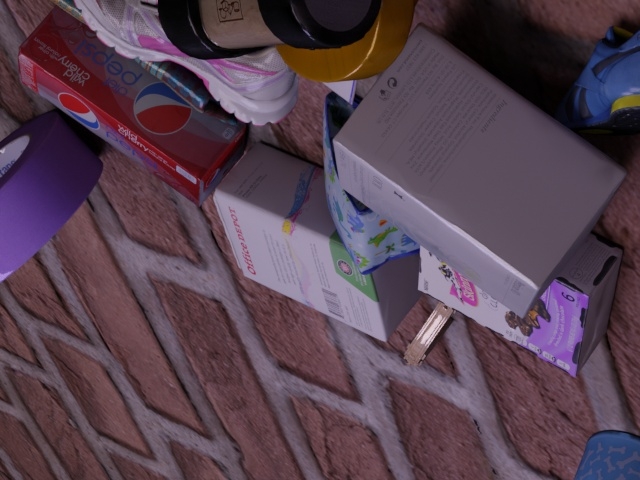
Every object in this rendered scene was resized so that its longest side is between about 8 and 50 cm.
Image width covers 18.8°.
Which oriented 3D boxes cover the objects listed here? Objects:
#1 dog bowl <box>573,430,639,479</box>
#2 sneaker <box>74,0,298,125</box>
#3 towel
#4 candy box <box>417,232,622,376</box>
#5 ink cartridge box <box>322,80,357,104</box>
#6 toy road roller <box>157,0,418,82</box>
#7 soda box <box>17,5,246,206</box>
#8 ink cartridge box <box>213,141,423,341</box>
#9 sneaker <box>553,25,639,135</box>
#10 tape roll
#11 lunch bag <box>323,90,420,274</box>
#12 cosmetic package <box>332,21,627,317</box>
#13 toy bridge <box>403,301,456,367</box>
[{"bbox_3d":[0.405,0.340,2.183,0.297,0.074,0.166,40,154,-2],"label":"dog bowl"},{"bbox_3d":[-0.119,-0.219,1.850,0.252,0.103,0.111,28,141,-3],"label":"sneaker"},{"bbox_3d":[-0.246,-0.242,2.020,0.370,0.040,0.271,37,-176,4],"label":"towel"},{"bbox_3d":[0.198,0.030,1.963,0.196,0.070,0.165,29,153,19],"label":"candy box"},{"bbox_3d":[-0.032,-0.250,1.848,0.208,0.045,0.206,36,154,13],"label":"ink cartridge box"},{"bbox_3d":[0.004,-0.297,1.611,0.202,0.240,0.329,1,98,53],"label":"toy road roller"},{"bbox_3d":[-0.213,-0.157,2.181,0.263,0.092,0.083,35,161,9],"label":"soda box"},{"bbox_3d":[0.000,0.000,2.154,0.212,0.093,0.154,22,148,30],"label":"ink cartridge box"},{"bbox_3d":[0.253,-0.135,1.652,0.069,0.082,0.209,0,174,-12],"label":"sneaker"},{"bbox_3d":[-0.402,-0.038,2.417,0.090,0.275,0.275,47,153,-18],"label":"tape roll"},{"bbox_3d":[0.046,-0.065,1.991,0.129,0.096,0.151,87,157,-57],"label":"lunch bag"},{"bbox_3d":[0.140,-0.055,1.755,0.225,0.138,0.224,35,174,7],"label":"cosmetic package"},{"bbox_3d":[0.123,0.108,2.196,0.026,0.063,0.188,37,154,6],"label":"toy bridge"}]
